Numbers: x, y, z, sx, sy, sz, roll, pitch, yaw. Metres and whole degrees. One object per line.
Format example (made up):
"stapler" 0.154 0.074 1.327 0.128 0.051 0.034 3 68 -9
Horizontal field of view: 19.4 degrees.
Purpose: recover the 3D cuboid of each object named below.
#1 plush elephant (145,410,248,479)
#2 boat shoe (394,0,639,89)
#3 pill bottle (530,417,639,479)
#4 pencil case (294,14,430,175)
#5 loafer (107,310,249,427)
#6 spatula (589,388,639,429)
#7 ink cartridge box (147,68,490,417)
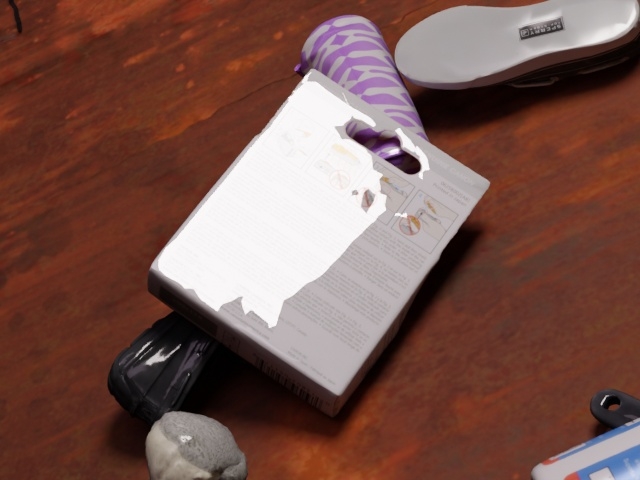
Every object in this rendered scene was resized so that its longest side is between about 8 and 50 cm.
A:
"plush elephant" -0.088 0.321 1.220 0.330 0.272 0.255 -41 24 29
"boat shoe" 0.177 -0.165 1.642 0.219 0.070 0.078 -8 63 14
"pill bottle" 0.261 0.162 1.230 0.221 0.124 0.124 -24 45 0
"pencil case" 0.039 -0.112 1.649 0.088 0.086 0.206 -29 45 8
"loafer" -0.081 0.071 1.567 0.078 0.076 0.223 43 68 9
"spatula" 0.312 0.170 1.311 0.296 0.030 0.084 23 67 38
"ink cartridge box" 0.000 0.000 1.535 0.189 0.066 0.232 34 64 9
